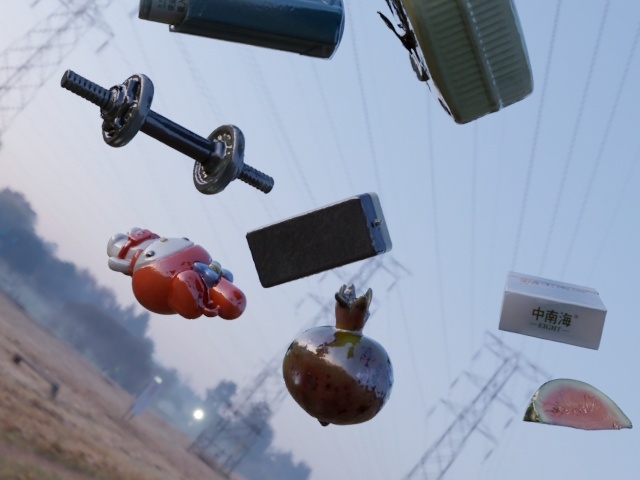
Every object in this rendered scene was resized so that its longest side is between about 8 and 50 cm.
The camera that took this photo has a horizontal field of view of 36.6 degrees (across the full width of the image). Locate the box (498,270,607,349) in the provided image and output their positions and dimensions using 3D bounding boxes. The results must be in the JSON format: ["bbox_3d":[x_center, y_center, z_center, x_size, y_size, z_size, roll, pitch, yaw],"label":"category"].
[{"bbox_3d":[0.363,0.106,1.535,0.155,0.067,0.243,13,8,9],"label":"box"}]

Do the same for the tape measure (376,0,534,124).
[{"bbox_3d":[0.110,-0.237,0.946,0.207,0.115,0.235,61,8,-31],"label":"tape measure"}]

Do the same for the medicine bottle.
[{"bbox_3d":[-0.083,-0.268,1.138,0.258,0.079,0.124,7,13,-16],"label":"medicine bottle"}]

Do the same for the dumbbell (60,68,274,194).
[{"bbox_3d":[-0.148,-0.106,0.984,0.254,0.082,0.081,26,-3,-34],"label":"dumbbell"}]

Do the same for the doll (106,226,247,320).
[{"bbox_3d":[-0.258,0.064,1.713,0.290,0.161,0.130,30,-55,33],"label":"doll"}]

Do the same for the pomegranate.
[{"bbox_3d":[0.032,0.138,1.106,0.129,0.159,0.129,29,20,-12],"label":"pomegranate"}]

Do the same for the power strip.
[{"bbox_3d":[0.000,0.000,1.591,0.256,0.070,0.105,-17,-89,36],"label":"power strip"}]

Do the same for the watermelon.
[{"bbox_3d":[0.349,0.229,1.364,0.163,0.069,0.087,9,-8,-25],"label":"watermelon"}]
